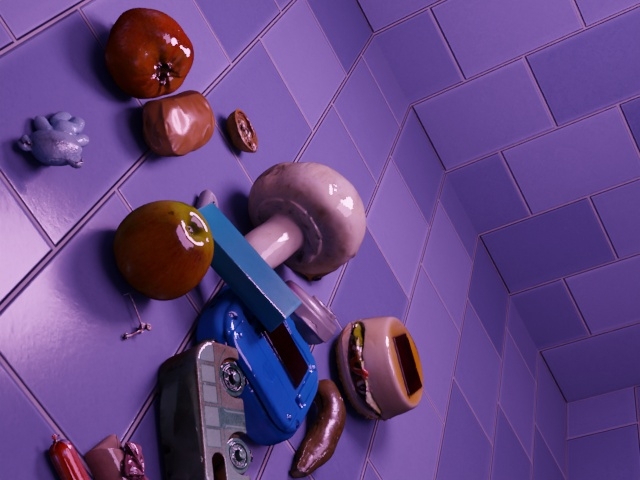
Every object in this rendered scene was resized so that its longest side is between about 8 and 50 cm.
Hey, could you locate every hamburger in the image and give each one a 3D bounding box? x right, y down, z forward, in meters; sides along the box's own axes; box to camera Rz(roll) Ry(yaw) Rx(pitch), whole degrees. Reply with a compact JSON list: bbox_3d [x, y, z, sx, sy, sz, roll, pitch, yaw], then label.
[{"bbox_3d":[0.159,0.342,2.423,0.302,0.170,0.302,48,33,-45],"label":"hamburger"}]

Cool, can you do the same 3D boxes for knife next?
[{"bbox_3d":[-0.268,-0.006,1.995,0.073,0.040,0.266,55,28,-38],"label":"knife"}]

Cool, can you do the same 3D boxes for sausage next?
[{"bbox_3d":[-0.314,-0.265,2.003,0.241,0.120,0.136,-48,129,-62],"label":"sausage"},{"bbox_3d":[-0.400,0.378,1.440,0.050,0.048,0.145,-27,97,-26],"label":"sausage"}]

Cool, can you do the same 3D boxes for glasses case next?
[{"bbox_3d":[-0.175,0.058,1.927,0.301,0.070,0.117,47,24,2],"label":"glasses case"},{"bbox_3d":[-0.315,0.421,1.541,0.194,0.070,0.102,67,24,-5],"label":"glasses case"}]

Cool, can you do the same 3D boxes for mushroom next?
[{"bbox_3d":[-0.069,-0.022,2.157,0.336,0.314,0.314,-42,111,-36],"label":"mushroom"}]

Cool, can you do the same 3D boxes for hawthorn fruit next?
[{"bbox_3d":[-0.385,-0.419,1.948,0.196,0.196,0.225,31,18,-53],"label":"hawthorn fruit"}]

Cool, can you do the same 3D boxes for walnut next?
[{"bbox_3d":[-0.208,-0.275,2.298,0.121,0.052,0.091,68,24,-8],"label":"walnut"}]

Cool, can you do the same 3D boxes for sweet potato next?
[{"bbox_3d":[-0.007,0.455,2.128,0.112,0.085,0.286,30,46,-3],"label":"sweet potato"}]

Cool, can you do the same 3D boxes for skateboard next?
[{"bbox_3d":[-0.363,0.142,1.709,0.063,0.032,0.083,-20,92,-54],"label":"skateboard"}]

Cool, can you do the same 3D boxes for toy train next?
[{"bbox_3d":[-0.225,0.341,1.719,0.159,0.129,0.327,23,52,-49],"label":"toy train"}]

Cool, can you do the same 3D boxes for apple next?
[{"bbox_3d":[-0.301,0.014,1.743,0.196,0.195,0.196,43,35,-42],"label":"apple"}]

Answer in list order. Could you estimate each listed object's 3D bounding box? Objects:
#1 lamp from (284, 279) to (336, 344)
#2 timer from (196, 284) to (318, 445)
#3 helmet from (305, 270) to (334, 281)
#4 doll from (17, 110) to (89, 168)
[{"bbox_3d":[-0.041,0.188,2.204,0.179,0.108,0.246,48,3,18],"label":"lamp"},{"bbox_3d":[-0.130,0.260,1.982,0.340,0.115,0.309,61,24,-14],"label":"timer"},{"bbox_3d":[0.000,0.000,2.414,0.224,0.130,0.199,-2,70,-62],"label":"helmet"},{"bbox_3d":[-0.490,-0.184,1.673,0.120,0.075,0.180,18,21,-12],"label":"doll"}]
